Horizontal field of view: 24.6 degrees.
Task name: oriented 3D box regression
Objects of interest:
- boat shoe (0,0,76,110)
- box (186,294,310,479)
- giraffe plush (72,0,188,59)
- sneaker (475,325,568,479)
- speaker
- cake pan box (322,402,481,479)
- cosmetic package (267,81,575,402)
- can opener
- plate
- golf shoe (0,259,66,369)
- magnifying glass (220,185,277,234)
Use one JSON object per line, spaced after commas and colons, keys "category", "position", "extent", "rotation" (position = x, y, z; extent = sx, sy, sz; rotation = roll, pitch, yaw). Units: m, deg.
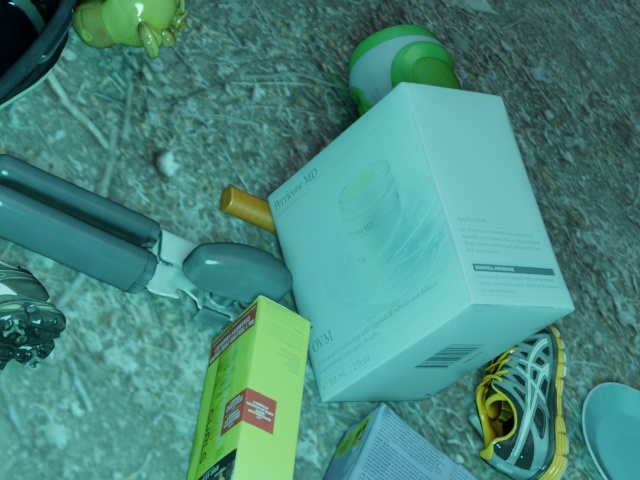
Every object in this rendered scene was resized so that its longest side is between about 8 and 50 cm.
{"category": "boat shoe", "position": [-0.357, -0.129, 1.152], "extent": [0.187, 0.156, 0.500], "rotation": [46, 38, -1]}
{"category": "box", "position": [-0.062, 0.160, 1.226], "extent": [0.058, 0.087, 0.232], "rotation": [30, 40, -20]}
{"category": "giraffe plush", "position": [-0.205, -0.263, 1.434], "extent": [0.181, 0.210, 0.170], "rotation": [-50, 123, -38]}
{"category": "sneaker", "position": [0.199, 0.150, 1.497], "extent": [0.083, 0.084, 0.215], "rotation": [20, 44, -24]}
{"category": "speaker", "position": [0.122, -0.093, 1.612], "extent": [0.131, 0.131, 0.296], "rotation": [9, 50, -39]}
{"category": "cake pan box", "position": [0.102, 0.306, 1.266], "extent": [0.267, 0.070, 0.245], "rotation": [39, 39, -9]}
{"category": "cosmetic package", "position": [0.085, 0.007, 1.371], "extent": [0.138, 0.224, 0.224], "rotation": [5, 60, -38]}
{"category": "can opener", "position": [-0.156, -0.006, 1.280], "extent": [0.283, 0.095, 0.076], "rotation": [26, 40, -26]}
{"category": "plate", "position": [0.351, 0.242, 1.606], "extent": [0.188, 0.024, 0.188], "rotation": [26, 40, -24]}
{"category": "golf shoe", "position": [-0.295, 0.043, 1.129], "extent": [0.198, 0.077, 0.094], "rotation": [17, 34, -43]}
{"category": "magnifying glass", "position": [0.000, 0.000, 1.492], "extent": [0.231, 0.026, 0.092], "rotation": [25, 42, -29]}
